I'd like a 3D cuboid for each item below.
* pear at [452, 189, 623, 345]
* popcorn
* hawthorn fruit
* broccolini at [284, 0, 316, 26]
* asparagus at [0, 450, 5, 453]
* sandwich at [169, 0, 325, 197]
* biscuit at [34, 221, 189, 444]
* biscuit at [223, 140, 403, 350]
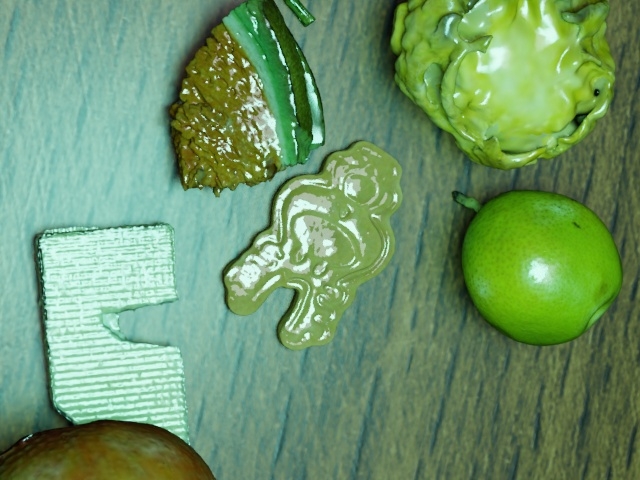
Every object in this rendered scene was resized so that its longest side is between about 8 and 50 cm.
[{"bbox_3d":[0.218,0.011,1.990,0.166,0.180,0.216,-46,72,13],"label":"pear"},{"bbox_3d":[0.199,-0.199,1.960,0.250,0.190,0.250,-7,104,-28],"label":"popcorn"},{"bbox_3d":[-0.209,0.326,1.835,0.295,0.295,0.311,-32,84,-10],"label":"hawthorn fruit"},{"bbox_3d":[-0.059,-0.278,1.978,0.035,0.030,0.140,-40,105,0],"label":"broccolini"},{"bbox_3d":[-0.302,0.228,1.948,0.166,0.013,0.016,7,80,-14],"label":"asparagus"},{"bbox_3d":[-0.086,-0.150,1.943,0.160,0.109,0.185,-17,99,8],"label":"sandwich"},{"bbox_3d":[-0.214,0.105,1.946,0.147,0.046,0.250,-7,93,-14],"label":"biscuit"},{"bbox_3d":[0.003,0.001,2.003,0.144,0.040,0.236,36,86,-18],"label":"biscuit"}]
